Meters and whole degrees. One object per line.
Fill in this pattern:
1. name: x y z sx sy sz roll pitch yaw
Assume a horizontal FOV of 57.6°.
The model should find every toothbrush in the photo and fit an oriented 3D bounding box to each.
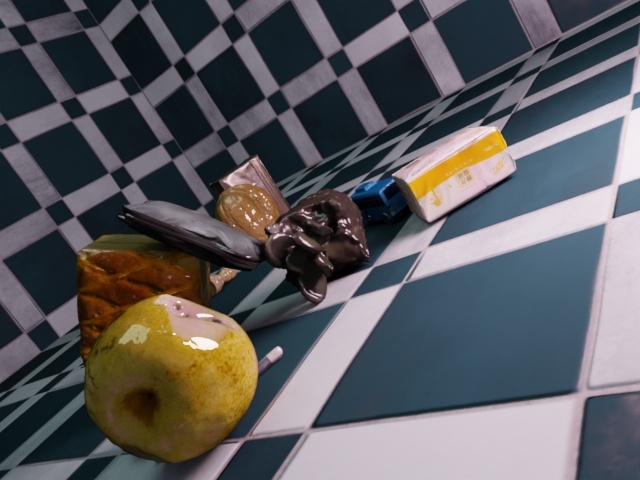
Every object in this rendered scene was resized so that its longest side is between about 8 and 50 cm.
1. toothbrush: -0.177 0.284 1.026 0.288 0.024 0.026 -38 0 -23

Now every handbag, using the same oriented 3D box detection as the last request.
1. handbag: -0.260 -0.014 1.263 0.191 0.332 0.075 -50 -20 -81

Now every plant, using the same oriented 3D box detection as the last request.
1. plant: 0.000 0.000 1.293 0.188 0.199 0.276 -21 18 21

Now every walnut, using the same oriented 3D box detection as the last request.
1. walnut: -0.267 -0.085 2.130 0.257 0.257 0.224 -29 14 16

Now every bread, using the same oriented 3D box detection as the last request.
1. bread: -0.388 0.136 1.321 0.279 0.279 0.207 4 10 -4

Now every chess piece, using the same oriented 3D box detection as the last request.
1. chess piece: -0.329 0.129 1.913 0.066 0.066 0.122 -22 10 39

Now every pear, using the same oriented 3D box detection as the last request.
1. pear: -0.226 0.207 0.915 0.271 0.271 0.271 -30 13 7

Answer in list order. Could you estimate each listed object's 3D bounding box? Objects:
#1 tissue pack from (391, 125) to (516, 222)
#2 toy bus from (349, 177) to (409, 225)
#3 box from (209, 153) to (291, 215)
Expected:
1. tissue pack: 0.297 -0.153 1.323 0.225 0.124 0.185 -32 13 3
2. toy bus: 0.157 -0.105 1.523 0.090 0.106 0.185 -39 14 -20
3. box: -0.278 -0.164 2.353 0.190 0.297 0.225 -36 13 -16
